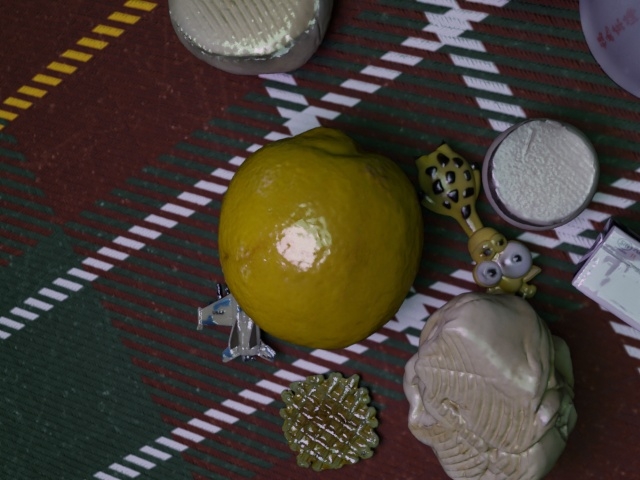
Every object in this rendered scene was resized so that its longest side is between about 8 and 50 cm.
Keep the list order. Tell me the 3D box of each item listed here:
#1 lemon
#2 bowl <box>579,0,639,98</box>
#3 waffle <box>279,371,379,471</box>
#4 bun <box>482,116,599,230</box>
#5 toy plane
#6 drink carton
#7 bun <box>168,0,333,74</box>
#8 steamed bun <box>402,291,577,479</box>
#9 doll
[{"bbox_3d":[0.000,0.000,1.230,0.347,0.348,0.348,1,95,19],"label":"lemon"},{"bbox_3d":[0.539,-0.359,1.104,0.345,0.157,0.346,2,95,19],"label":"bowl"},{"bbox_3d":[0.014,0.318,1.398,0.183,0.036,0.169,-18,87,19],"label":"waffle"},{"bbox_3d":[0.334,-0.100,1.213,0.172,0.120,0.173,1,94,9],"label":"bun"},{"bbox_3d":[-0.131,0.087,1.412,0.192,0.088,0.262,-1,84,14],"label":"toy plane"},{"bbox_3d":[0.444,0.048,1.130,0.134,0.222,0.102,34,105,13],"label":"drink carton"},{"bbox_3d":[-0.113,-0.402,1.333,0.287,0.146,0.288,-1,83,9],"label":"bun"},{"bbox_3d":[0.265,0.210,1.216,0.276,0.203,0.289,-31,95,45],"label":"steamed bun"},{"bbox_3d":[0.246,-0.024,1.267,0.117,0.086,0.291,-30,84,2],"label":"doll"}]
